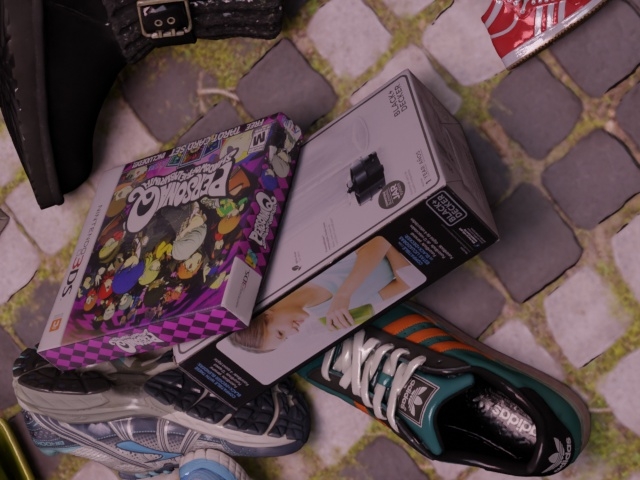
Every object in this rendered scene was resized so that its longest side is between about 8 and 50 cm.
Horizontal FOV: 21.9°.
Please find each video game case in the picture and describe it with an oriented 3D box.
[{"bbox_3d":[-0.133,0.002,1.471,0.232,0.042,0.210,-15,47,38],"label":"video game case"}]

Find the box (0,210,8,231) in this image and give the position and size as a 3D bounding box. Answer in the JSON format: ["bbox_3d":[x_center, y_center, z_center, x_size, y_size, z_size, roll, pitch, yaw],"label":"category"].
[{"bbox_3d":[-0.453,-0.064,1.649,0.275,0.094,0.113,39,104,14],"label":"box"}]

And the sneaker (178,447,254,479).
[{"bbox_3d":[-0.068,0.259,1.512,0.162,0.073,0.063,32,135,-19],"label":"sneaker"}]

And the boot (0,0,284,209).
[{"bbox_3d":[-0.165,-0.183,1.518,0.260,0.348,0.131,-12,49,-17],"label":"boot"}]

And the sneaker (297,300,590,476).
[{"bbox_3d":[0.086,0.122,1.451,0.302,0.121,0.108,20,99,18],"label":"sneaker"}]

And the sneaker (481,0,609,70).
[{"bbox_3d":[0.194,-0.206,1.437,0.118,0.042,0.067,-33,85,20],"label":"sneaker"}]

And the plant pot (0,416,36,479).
[{"bbox_3d":[-0.375,0.301,1.581,0.228,0.207,0.227,-28,83,19],"label":"plant pot"}]

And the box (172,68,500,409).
[{"bbox_3d":[0.000,0.000,1.450,0.290,0.087,0.169,-34,39,17],"label":"box"}]

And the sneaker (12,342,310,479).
[{"bbox_3d":[-0.146,0.168,1.563,0.283,0.110,0.122,9,127,10],"label":"sneaker"}]
